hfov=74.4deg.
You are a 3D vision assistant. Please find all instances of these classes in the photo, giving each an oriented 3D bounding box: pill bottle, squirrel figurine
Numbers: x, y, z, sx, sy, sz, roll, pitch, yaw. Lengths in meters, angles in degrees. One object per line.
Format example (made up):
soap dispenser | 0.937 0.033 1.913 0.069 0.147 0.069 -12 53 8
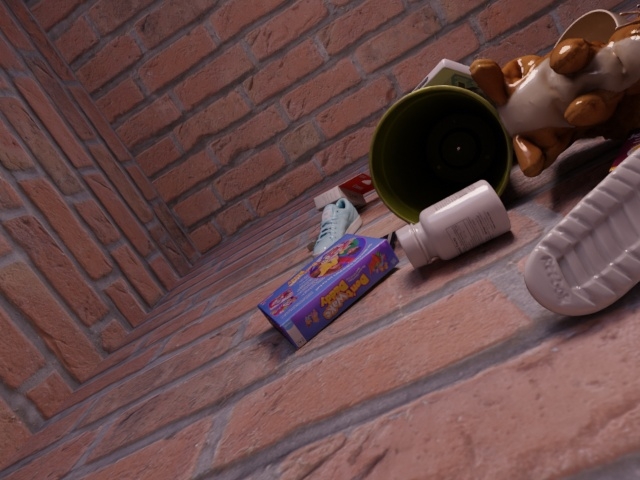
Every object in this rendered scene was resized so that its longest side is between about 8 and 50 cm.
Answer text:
pill bottle | 0.298 -0.029 0.967 0.229 0.131 0.131 -28 14 14
squirrel figurine | 0.602 -0.342 0.912 0.370 0.281 0.396 -30 -15 39

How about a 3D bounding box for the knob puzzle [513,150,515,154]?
knob puzzle | 0.690 -0.323 1.316 0.213 0.030 0.213 -36 0 0

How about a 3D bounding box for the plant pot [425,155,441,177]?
plant pot | 0.329 -0.311 1.558 0.254 0.239 0.254 -45 3 3

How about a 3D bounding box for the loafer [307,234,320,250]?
loafer | 0.000 0.000 1.723 0.125 0.045 0.039 -28 7 26

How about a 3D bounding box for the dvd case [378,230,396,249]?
dvd case | 0.130 0.051 1.300 0.221 0.018 0.165 -27 14 24

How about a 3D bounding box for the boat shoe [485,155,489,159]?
boat shoe | 0.523 -0.286 1.508 0.189 0.072 0.068 -21 17 39

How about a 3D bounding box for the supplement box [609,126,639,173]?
supplement box | 0.626 -0.152 0.782 0.188 0.081 0.104 -41 16 -35

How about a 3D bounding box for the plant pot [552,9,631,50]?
plant pot | 0.788 -0.463 1.167 0.190 0.285 0.284 7 11 -8

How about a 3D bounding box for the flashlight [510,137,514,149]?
flashlight | 0.643 -0.370 1.388 0.103 0.103 0.304 -33 1 30

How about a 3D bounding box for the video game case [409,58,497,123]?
video game case | 0.446 -0.429 1.341 0.328 0.036 0.300 10 -15 -16

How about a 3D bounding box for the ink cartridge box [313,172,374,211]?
ink cartridge box | 0.136 -0.190 1.810 0.238 0.060 0.275 -24 -13 25

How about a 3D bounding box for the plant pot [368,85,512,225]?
plant pot | 0.373 -0.253 1.231 0.366 0.367 0.353 -23 5 32

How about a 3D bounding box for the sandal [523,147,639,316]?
sandal | 0.483 -0.036 0.627 0.415 0.170 0.102 -31 -27 4

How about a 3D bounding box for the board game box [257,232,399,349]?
board game box | 0.012 0.119 1.141 0.347 0.078 0.233 -38 17 -15

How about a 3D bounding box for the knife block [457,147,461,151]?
knife block | 0.564 -0.433 1.611 0.241 0.276 0.088 14 38 29

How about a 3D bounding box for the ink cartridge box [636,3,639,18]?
ink cartridge box | 0.847 -0.464 0.913 0.303 0.307 0.072 -19 48 25

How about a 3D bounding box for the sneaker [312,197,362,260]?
sneaker | 0.037 -0.048 1.573 0.135 0.150 0.366 -25 15 30
